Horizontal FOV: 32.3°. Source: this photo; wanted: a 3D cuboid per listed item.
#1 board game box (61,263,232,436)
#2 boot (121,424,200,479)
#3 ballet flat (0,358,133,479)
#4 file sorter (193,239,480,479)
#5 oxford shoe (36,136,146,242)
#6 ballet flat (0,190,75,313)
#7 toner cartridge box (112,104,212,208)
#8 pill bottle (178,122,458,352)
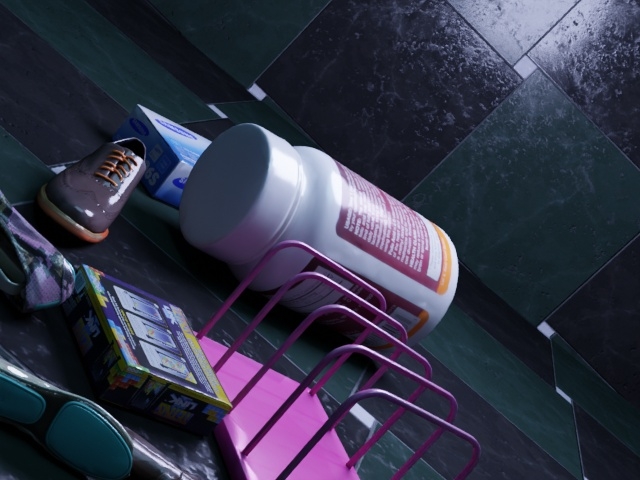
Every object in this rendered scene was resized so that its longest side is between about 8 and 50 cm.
[{"bbox_3d":[-0.180,0.111,1.124,0.141,0.048,0.170,31,15,-40],"label":"board game box"},{"bbox_3d":[-0.145,0.202,0.939,0.114,0.037,0.106,41,-1,-8],"label":"boot"},{"bbox_3d":[-0.222,0.138,0.906,0.168,0.057,0.052,36,4,-17],"label":"ballet flat"},{"bbox_3d":[0.011,0.164,1.183,0.202,0.182,0.291,32,15,-34],"label":"file sorter"},{"bbox_3d":[-0.275,-0.074,1.364,0.097,0.098,0.271,37,13,-11],"label":"oxford shoe"},{"bbox_3d":[-0.334,-0.012,1.078,0.221,0.077,0.079,43,33,13],"label":"ballet flat"},{"bbox_3d":[-0.161,-0.089,1.791,0.347,0.075,0.165,25,19,-49],"label":"toner cartridge box"},{"bbox_3d":[0.000,0.000,1.614,0.392,0.224,0.224,30,16,-38],"label":"pill bottle"}]
